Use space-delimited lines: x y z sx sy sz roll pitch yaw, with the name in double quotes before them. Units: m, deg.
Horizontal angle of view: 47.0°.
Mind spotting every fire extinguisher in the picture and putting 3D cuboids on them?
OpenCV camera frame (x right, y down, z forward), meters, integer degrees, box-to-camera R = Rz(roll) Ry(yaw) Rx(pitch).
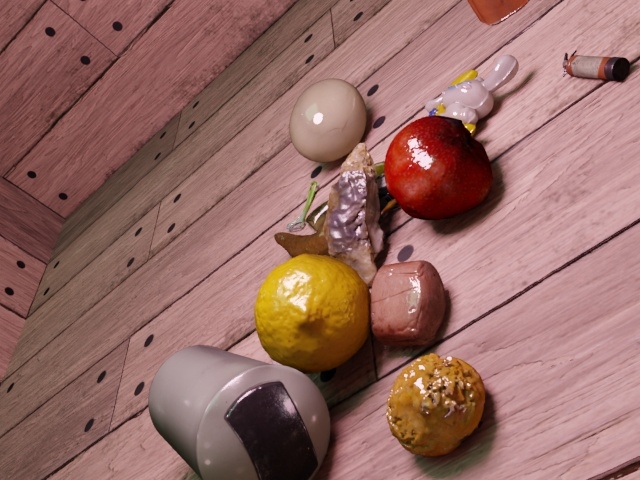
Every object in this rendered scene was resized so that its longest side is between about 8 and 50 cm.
"fire extinguisher" 0.571 -0.370 1.555 0.177 0.050 0.062 34 104 61

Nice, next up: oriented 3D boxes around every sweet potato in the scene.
"sweet potato" 0.001 0.002 1.875 0.310 0.098 0.124 -21 54 39

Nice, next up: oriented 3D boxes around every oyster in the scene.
"oyster" 0.077 -0.067 1.721 0.166 0.110 0.341 8 88 37

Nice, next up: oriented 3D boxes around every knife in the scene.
"knife" -0.046 -0.100 2.138 0.078 0.022 0.166 -3 55 45

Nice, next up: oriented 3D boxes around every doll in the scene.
"doll" 0.339 -0.324 1.768 0.237 0.111 0.252 -58 21 -16

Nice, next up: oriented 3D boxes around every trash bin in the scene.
"trash bin" -0.176 0.369 1.521 0.432 0.280 0.280 4 60 60

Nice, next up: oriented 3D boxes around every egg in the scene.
"egg" 0.023 -0.347 2.133 0.219 0.219 0.269 -7 54 51

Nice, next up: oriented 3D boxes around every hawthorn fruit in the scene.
"hawthorn fruit" 0.226 -0.140 1.597 0.266 0.210 0.230 -34 67 22

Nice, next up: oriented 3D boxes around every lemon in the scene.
"lemon" -0.014 0.152 1.545 0.253 0.253 0.310 -47 -8 6

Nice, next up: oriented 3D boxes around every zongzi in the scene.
"zongzi" 0.006 -0.079 2.024 0.104 0.052 0.113 -43 16 -2

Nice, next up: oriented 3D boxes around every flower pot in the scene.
"flower pot" 0.460 -0.710 1.986 0.191 0.173 0.190 -37 29 25

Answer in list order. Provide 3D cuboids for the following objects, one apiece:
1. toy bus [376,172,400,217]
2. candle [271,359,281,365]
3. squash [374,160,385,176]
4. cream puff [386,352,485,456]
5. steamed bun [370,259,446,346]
"toy bus" 0.184 -0.128 1.786 0.194 0.087 0.089 -22 35 39
"candle" -0.052 0.214 1.734 0.168 0.068 0.192 -45 31 17
"squash" 0.133 -0.162 1.916 0.258 0.069 0.069 -14 45 47
"cream puff" 0.190 0.277 1.258 0.189 0.129 0.189 -37 32 29
"steamed bun" 0.181 0.128 1.477 0.145 0.106 0.175 -12 60 41
